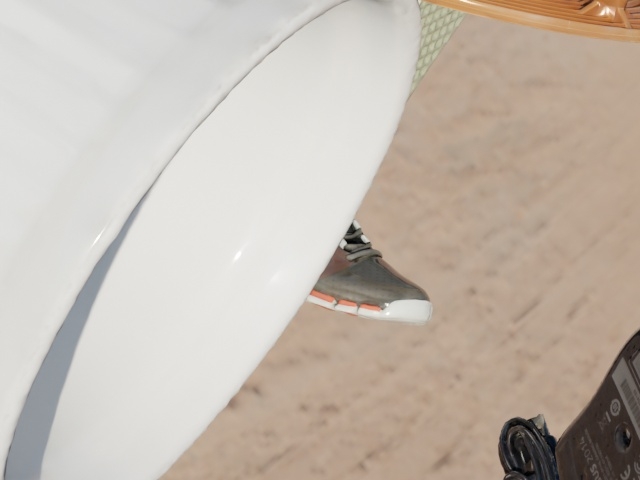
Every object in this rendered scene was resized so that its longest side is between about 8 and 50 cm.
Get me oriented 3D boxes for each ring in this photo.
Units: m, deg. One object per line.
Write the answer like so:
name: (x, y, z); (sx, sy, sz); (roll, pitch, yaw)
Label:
ring: (0.095, -0.201, 1.191); (0.336, 0.032, 0.336); (13, 22, -5)

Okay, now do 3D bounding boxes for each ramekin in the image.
ramekin: (-0.091, -0.021, 0.752); (0.135, 0.277, 0.277); (34, 44, 15)

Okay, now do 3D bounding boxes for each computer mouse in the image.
computer mouse: (0.234, 0.154, 1.340); (0.072, 0.272, 0.188); (6, 50, -25)

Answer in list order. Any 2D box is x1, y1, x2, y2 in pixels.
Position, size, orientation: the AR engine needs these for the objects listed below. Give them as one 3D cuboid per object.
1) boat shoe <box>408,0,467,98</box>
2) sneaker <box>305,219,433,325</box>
boat shoe: (-0.025, -0.144, 1.622); (0.156, 0.187, 0.500); (34, 82, 19)
sneaker: (0.000, 0.000, 1.025); (0.158, 0.065, 0.061); (23, 4, 33)
